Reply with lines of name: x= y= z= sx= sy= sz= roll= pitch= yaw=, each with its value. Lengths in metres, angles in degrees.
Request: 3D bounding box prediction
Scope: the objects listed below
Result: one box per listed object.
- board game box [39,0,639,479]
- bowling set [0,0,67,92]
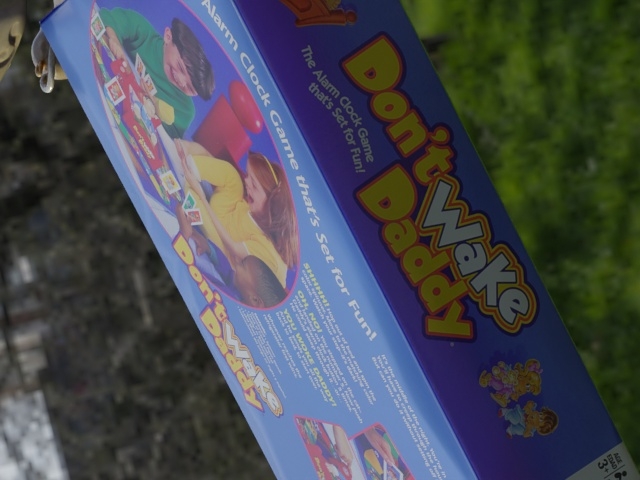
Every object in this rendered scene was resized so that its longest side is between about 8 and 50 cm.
board game box: x=0.000 y=0.000 z=0.957 sx=0.347 sy=0.078 sz=0.233 roll=63 pitch=155 yaw=-3
bowling set: x=-0.198 y=-0.202 z=1.222 sx=0.200 sy=0.287 sz=0.154 roll=46 pitch=140 yaw=12
